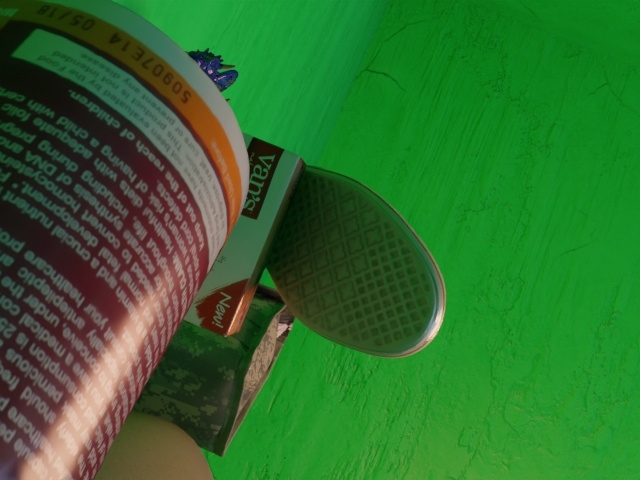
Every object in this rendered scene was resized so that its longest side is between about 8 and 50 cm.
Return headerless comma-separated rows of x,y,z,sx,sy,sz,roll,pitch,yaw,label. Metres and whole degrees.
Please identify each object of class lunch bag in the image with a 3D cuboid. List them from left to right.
-0.170,0.112,1.186,0.287,0.235,0.169,-59,167,-64,lunch bag

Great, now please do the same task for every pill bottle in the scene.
-0.209,0.056,0.483,0.224,0.224,0.392,107,6,-50,pill bottle

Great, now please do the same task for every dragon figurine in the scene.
-0.137,-0.146,0.906,0.289,0.144,0.085,-5,117,-85,dragon figurine

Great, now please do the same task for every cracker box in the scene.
-0.147,-0.037,0.734,0.067,0.232,0.155,33,78,-86,cracker box

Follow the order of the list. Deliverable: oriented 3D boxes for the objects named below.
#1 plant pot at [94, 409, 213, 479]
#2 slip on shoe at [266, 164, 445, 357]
-0.271,0.284,0.899,0.191,0.284,0.284,43,65,-49,plant pot
0.000,0.000,0.793,0.101,0.331,0.123,25,95,-42,slip on shoe
